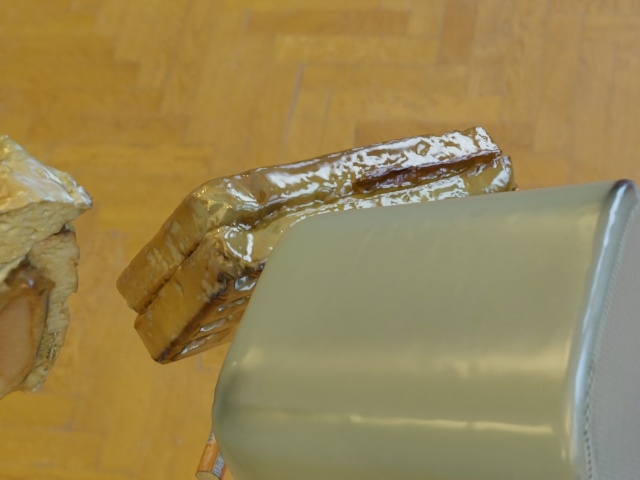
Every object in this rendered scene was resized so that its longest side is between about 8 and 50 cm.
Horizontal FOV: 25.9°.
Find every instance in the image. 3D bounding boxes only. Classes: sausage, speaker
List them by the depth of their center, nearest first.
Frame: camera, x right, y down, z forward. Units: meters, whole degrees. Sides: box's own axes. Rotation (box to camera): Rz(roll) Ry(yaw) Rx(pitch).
[{"bbox_3d":[0.108,0.157,0.745,0.184,0.406,0.183,-1,46,28],"label":"speaker"},{"bbox_3d":[-0.101,0.204,1.468,0.031,0.031,0.107,9,60,18],"label":"sausage"}]

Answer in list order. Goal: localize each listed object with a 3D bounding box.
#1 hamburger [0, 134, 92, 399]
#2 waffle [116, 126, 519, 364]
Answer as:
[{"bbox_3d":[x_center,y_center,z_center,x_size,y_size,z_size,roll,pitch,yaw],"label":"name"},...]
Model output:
[{"bbox_3d":[-0.246,0.004,0.953,0.135,0.207,0.155,-8,57,-30],"label":"hamburger"},{"bbox_3d":[0.000,0.000,1.261,0.328,0.224,0.098,-16,74,-33],"label":"waffle"}]
